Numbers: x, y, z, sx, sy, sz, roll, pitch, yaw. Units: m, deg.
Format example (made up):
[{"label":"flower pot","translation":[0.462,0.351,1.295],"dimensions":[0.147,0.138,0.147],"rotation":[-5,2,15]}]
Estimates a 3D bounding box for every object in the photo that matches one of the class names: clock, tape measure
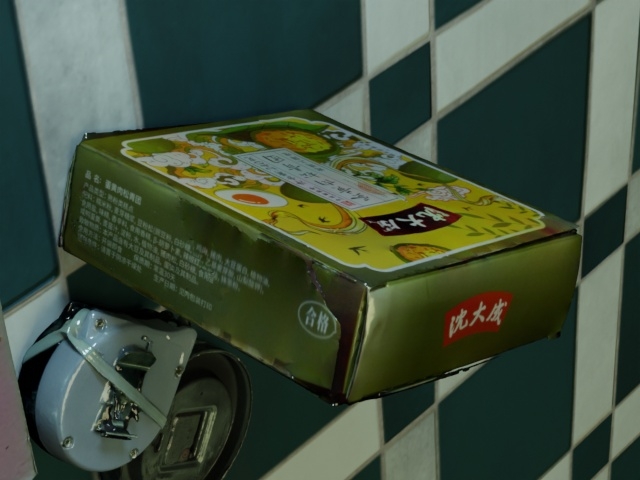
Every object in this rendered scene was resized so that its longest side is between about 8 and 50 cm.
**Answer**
[{"label":"clock","translation":[-0.171,0.226,2.083],"dimensions":[0.226,0.049,0.226],"rotation":[-30,133,-39]},{"label":"tape measure","translation":[-0.236,0.158,1.895],"dimensions":[0.182,0.107,0.181],"rotation":[7,99,-51]}]

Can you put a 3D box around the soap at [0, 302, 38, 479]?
[{"label":"soap","translation":[-0.385,0.173,1.725],"dimensions":[0.181,0.081,0.259],"rotation":[-38,137,-35]}]

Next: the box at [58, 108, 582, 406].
[{"label":"box","translation":[0.000,0.000,1.833],"dimensions":[0.373,0.420,0.138],"rotation":[-11,120,-48]}]
